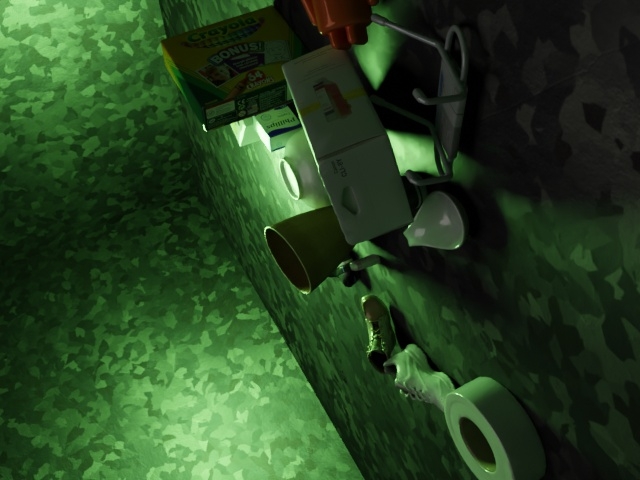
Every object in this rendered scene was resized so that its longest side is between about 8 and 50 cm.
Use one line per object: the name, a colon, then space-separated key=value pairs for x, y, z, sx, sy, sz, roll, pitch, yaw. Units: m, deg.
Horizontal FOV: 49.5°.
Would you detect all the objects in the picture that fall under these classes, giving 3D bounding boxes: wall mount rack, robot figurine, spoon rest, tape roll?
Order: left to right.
robot figurine: x=0.041 y=-0.533 z=1.521 sx=0.158 sy=0.128 sz=0.220 roll=-175 pitch=72 yaw=-68
wall mount rack: x=0.195 y=-0.291 z=1.398 sx=0.350 sy=0.130 sz=0.304 roll=88 pitch=171 yaw=-48
spoon rest: x=0.261 y=-0.030 z=1.604 sx=0.137 sy=0.084 sz=0.276 roll=65 pitch=164 yaw=6
tape roll: x=0.429 y=0.488 z=1.735 sx=0.286 sy=0.100 sz=0.286 roll=56 pitch=161 yaw=31

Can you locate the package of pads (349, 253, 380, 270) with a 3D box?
package of pads: x=0.135 y=0.067 z=2.112 sx=0.050 sy=0.083 sz=0.032 roll=-2 pitch=106 yaw=68

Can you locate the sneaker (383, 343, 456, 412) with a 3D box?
sneaker: x=0.295 y=0.423 z=2.012 sx=0.297 sy=0.129 sz=0.111 roll=40 pitch=146 yaw=54

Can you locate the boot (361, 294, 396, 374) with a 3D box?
boot: x=0.176 y=0.291 z=2.159 sx=0.165 sy=0.077 sz=0.213 roll=-65 pitch=-44 yaw=-61

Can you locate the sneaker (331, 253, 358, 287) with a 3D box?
sneaker: x=0.070 y=0.116 z=2.380 sx=0.121 sy=0.079 sz=0.217 roll=63 pitch=162 yaw=17

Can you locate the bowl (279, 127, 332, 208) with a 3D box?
bowl: x=-0.041 y=-0.215 z=2.197 sx=0.298 sy=0.134 sz=0.298 roll=55 pitch=159 yaw=32

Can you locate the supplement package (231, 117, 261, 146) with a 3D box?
supplement package: x=-0.250 y=-0.477 z=2.462 sx=0.203 sy=0.149 sz=0.194 roll=65 pitch=163 yaw=9

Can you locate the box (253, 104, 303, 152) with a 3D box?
box: x=-0.141 y=-0.376 z=2.303 sx=0.137 sy=0.126 sz=0.072 roll=55 pitch=158 yaw=33

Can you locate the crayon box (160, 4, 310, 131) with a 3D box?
crayon box: x=-0.229 y=-0.503 z=1.997 sx=0.313 sy=0.362 sz=0.106 roll=57 pitch=160 yaw=29

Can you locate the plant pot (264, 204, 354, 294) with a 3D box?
plant pot: x=0.000 y=0.000 z=2.117 sx=0.237 sy=0.254 sz=0.237 roll=48 pitch=158 yaw=27

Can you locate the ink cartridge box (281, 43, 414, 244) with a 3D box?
ink cartridge box: x=0.061 y=-0.223 z=1.576 sx=0.279 sy=0.160 sz=0.385 roll=65 pitch=-174 yaw=-45

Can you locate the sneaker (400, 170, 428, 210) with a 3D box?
sneaker: x=0.153 y=-0.098 z=1.777 sx=0.126 sy=0.127 sz=0.321 roll=65 pitch=165 yaw=2
